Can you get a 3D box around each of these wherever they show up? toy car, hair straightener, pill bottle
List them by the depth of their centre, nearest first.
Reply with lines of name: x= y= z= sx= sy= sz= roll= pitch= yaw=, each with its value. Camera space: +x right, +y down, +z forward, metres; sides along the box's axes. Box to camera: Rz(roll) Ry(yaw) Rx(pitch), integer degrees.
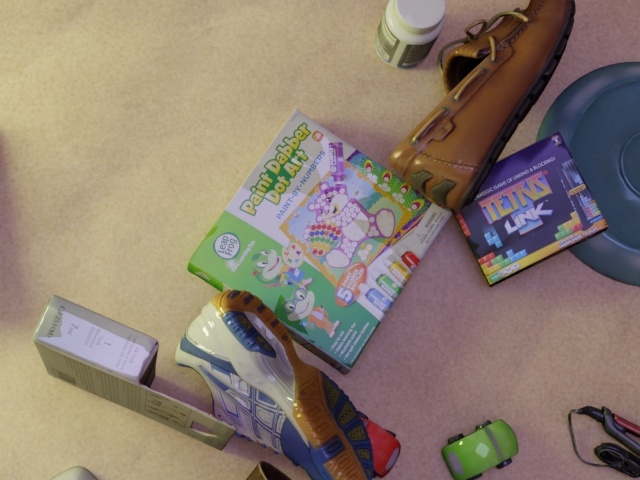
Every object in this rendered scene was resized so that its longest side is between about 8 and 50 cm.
toy car: x=0.146 y=0.283 z=1.706 sx=0.225 sy=0.053 sz=0.239 roll=-24 pitch=81 yaw=-12
hair straightener: x=0.411 y=0.282 z=1.743 sx=0.230 sy=0.047 sz=0.089 roll=29 pitch=75 yaw=0
pill bottle: x=0.118 y=-0.281 z=1.791 sx=0.078 sy=0.137 sz=0.078 roll=2 pitch=77 yaw=-7

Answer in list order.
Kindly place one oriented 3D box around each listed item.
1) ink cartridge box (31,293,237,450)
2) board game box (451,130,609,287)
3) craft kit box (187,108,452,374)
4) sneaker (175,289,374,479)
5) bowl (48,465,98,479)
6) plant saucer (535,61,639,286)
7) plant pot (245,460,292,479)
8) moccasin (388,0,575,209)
ink cartridge box: x=-0.203 y=0.157 z=1.577 sx=0.238 sy=0.275 sz=0.060 roll=23 pitch=75 yaw=-2
board game box: x=0.263 y=-0.039 z=1.777 sx=0.170 sy=0.048 sz=0.141 roll=-27 pitch=82 yaw=4
craft kit box: x=0.000 y=0.000 z=1.755 sx=0.246 sy=0.061 sz=0.250 roll=32 pitch=75 yaw=4
sneaker: x=-0.056 y=0.204 z=1.673 sx=0.131 sy=0.112 sz=0.296 roll=-44 pitch=76 yaw=26
bowl: x=-0.301 y=0.354 z=1.633 sx=0.142 sy=0.053 sz=0.142 roll=-35 pitch=85 yaw=-13
plant saucer: x=0.443 y=-0.096 z=1.840 sx=0.317 sy=0.044 sz=0.318 roll=2 pitch=76 yaw=-6
plant pot: x=-0.076 y=0.413 z=1.585 sx=0.230 sy=0.215 sz=0.215 roll=-45 pitch=86 yaw=0
moccasin: x=0.211 y=-0.209 z=1.778 sx=0.147 sy=0.139 sz=0.380 roll=32 pitch=67 yaw=7
